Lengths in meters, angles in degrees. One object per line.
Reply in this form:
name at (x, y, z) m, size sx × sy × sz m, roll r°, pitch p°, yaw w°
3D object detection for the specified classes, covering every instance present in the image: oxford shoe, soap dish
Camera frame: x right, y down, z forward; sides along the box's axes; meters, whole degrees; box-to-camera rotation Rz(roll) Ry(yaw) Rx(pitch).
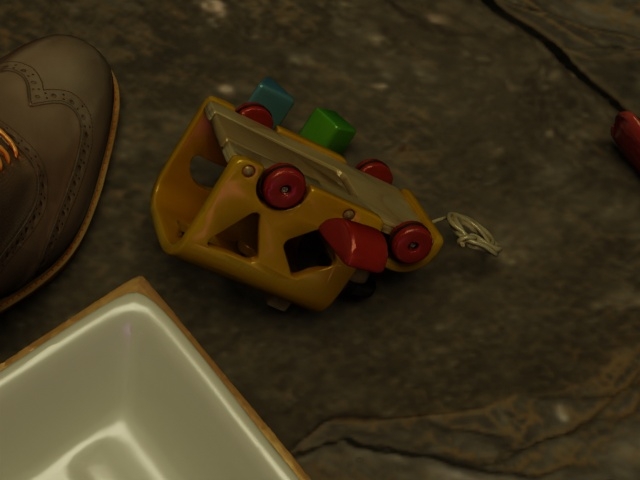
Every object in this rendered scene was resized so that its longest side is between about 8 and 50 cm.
oxford shoe at (-0.213, -0.026, 0.909) m, size 0.130 × 0.132 × 0.363 m, roll 29°, pitch 48°, yaw -3°
soap dish at (-0.153, 0.189, 0.844) m, size 0.291 × 0.118 × 0.229 m, roll -34°, pitch 71°, yaw -20°

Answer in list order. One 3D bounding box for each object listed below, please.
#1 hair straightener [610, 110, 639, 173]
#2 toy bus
hair straightener at (0.306, -0.017, 1.030) m, size 0.089 × 0.047 × 0.230 m, roll -31°, pitch 70°, yaw -18°
toy bus at (-0.011, -0.007, 0.962) m, size 0.202 × 0.191 × 0.104 m, roll 39°, pitch 110°, yaw 15°
